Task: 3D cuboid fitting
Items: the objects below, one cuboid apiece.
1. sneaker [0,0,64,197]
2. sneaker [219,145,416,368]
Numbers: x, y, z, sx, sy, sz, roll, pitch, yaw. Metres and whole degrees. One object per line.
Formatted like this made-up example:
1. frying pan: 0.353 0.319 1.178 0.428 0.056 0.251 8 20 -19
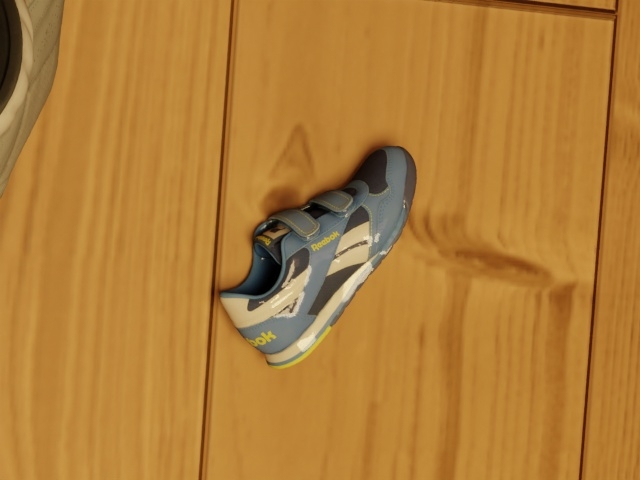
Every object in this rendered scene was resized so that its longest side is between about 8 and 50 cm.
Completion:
1. sneaker: -0.165 -0.138 0.960 0.099 0.121 0.262 13 66 3
2. sneaker: 0.000 0.000 1.059 0.059 0.053 0.144 40 77 -20
